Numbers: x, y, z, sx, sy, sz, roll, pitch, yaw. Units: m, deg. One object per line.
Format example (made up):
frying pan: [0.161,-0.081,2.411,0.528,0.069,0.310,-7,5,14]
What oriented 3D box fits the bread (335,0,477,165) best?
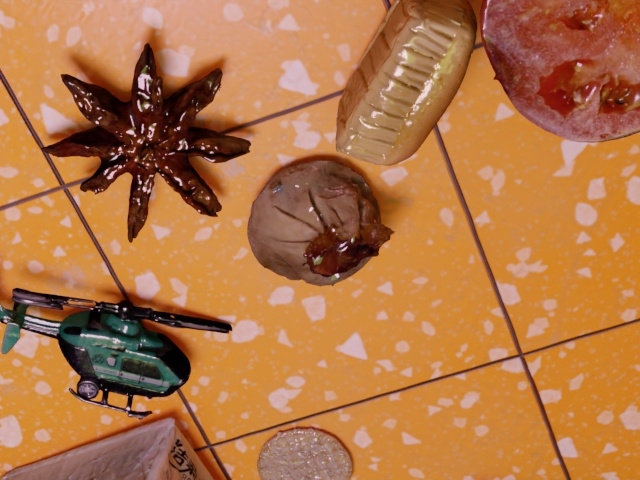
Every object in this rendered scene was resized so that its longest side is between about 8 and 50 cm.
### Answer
bread: [0.108,-0.202,1.686,0.106,0.140,0.236,21,123,-17]

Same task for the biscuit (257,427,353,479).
biscuit: [-0.025,0.349,2.117,0.152,0.020,0.152,1,122,1]

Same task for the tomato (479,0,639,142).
tomato: [0.346,-0.286,1.631,0.338,0.144,0.338,-2,127,-3]

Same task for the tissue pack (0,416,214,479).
tissue pack: [-0.282,0.509,2.102,0.331,0.205,0.405,-20,119,18]

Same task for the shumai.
shumai: [0.000,0.000,1.831,0.201,0.120,0.201,-2,124,-3]

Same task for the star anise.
star anise: [-0.230,-0.124,1.770,0.288,0.088,0.288,1,125,2]

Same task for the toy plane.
toy plane: [-0.327,0.139,1.938,0.381,0.106,0.155,17,115,-10]
